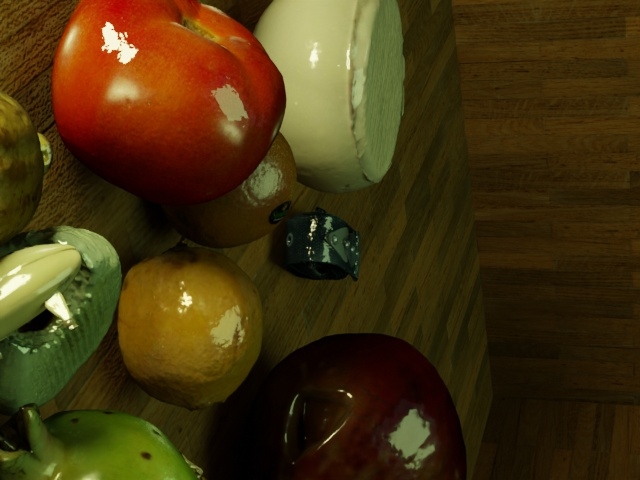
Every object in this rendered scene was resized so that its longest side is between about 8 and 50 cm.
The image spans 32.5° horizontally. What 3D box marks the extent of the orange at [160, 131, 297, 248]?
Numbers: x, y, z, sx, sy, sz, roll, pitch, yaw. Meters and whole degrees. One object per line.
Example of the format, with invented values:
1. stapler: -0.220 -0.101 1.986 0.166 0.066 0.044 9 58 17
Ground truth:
1. orange: -0.131 -0.084 1.549 0.206 0.206 0.206 1 90 -71

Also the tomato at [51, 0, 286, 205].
1. tomato: -0.187 -0.169 1.325 0.226 0.298 0.298 -52 171 20

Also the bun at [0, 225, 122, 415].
1. bun: -0.306 0.073 1.157 0.212 0.126 0.204 -50 162 -52

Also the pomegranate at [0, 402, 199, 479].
1. pomegranate: -0.258 0.287 1.141 0.340 0.260 0.260 62 35 -45

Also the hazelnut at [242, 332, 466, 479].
1. hazelnut: 0.042 0.361 1.839 0.402 0.402 0.429 -67 156 -46

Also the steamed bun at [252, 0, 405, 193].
1. steamed bun: 0.000 -0.264 1.832 0.374 0.241 0.374 1 90 -75

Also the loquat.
1. loquat: -0.175 0.108 1.452 0.187 0.176 0.234 -2 81 -29

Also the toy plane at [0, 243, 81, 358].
1. toy plane: -0.327 0.078 0.979 0.104 0.256 0.242 56 -20 34

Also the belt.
1. belt: 0.000 0.001 2.030 0.218 0.122 0.128 37 55 -74

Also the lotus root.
1. lotus root: -0.343 -0.065 1.029 0.314 0.141 0.169 -31 125 -77

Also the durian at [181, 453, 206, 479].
1. durian: -0.177 0.334 1.437 0.224 0.078 0.140 24 43 -24
